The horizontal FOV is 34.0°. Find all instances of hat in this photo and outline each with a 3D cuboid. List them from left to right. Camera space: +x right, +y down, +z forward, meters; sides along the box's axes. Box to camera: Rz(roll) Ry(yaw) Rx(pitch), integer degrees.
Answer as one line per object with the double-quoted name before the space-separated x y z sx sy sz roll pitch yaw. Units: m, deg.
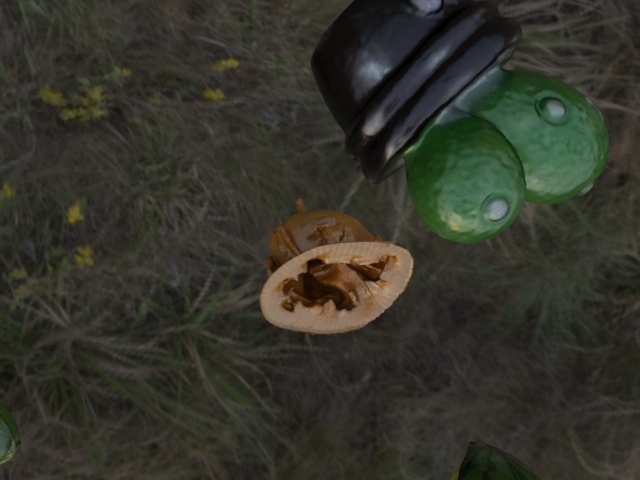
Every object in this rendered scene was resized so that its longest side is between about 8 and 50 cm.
"hat" 0.000 0.000 1.748 0.244 0.233 0.233 -39 134 16

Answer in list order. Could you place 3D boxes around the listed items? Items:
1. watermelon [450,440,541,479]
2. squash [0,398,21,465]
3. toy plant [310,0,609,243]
"watermelon" 0.164 0.312 0.997 0.204 0.127 0.232 67 37 -61
"squash" -0.354 0.131 0.872 0.219 0.068 0.077 18 100 -3
"toy plant" 0.115 -0.103 0.855 0.235 0.218 0.175 46 135 5
